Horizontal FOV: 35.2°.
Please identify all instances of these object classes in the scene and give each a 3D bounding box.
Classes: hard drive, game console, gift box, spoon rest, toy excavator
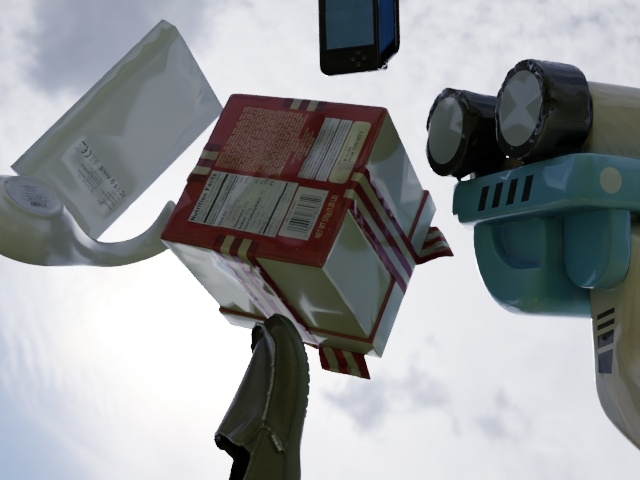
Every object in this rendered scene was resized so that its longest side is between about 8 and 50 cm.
[{"bbox_3d":[-0.292,-0.155,1.505,0.040,0.307,0.203,33,-16,33],"label":"hard drive"},{"bbox_3d":[0.043,-0.275,1.179,0.124,0.085,0.144,-3,-95,20],"label":"game console"},{"bbox_3d":[0.000,0.000,1.228,0.276,0.255,0.258,15,-24,28],"label":"gift box"},{"bbox_3d":[-0.289,-0.014,1.171,0.084,0.276,0.137,-57,-132,26],"label":"spoon rest"},{"bbox_3d":[0.301,0.038,1.057,0.222,0.433,0.445,3,-95,-24],"label":"toy excavator"}]

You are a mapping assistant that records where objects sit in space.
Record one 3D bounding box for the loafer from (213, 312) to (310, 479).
[{"bbox_3d":[-0.066,0.197,1.077,0.087,0.251,0.094,8,-23,-18],"label":"loafer"}]
